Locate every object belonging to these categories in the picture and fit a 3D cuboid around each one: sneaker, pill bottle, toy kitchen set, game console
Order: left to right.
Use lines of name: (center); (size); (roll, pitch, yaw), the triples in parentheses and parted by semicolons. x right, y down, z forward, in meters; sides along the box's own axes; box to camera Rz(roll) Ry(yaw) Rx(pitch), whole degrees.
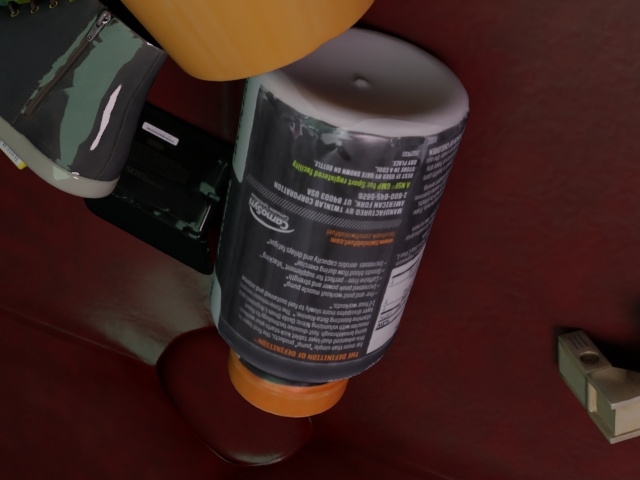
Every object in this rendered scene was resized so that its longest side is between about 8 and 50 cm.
sneaker: (-0.194, -0.138, 0.632); (0.222, 0.083, 0.118); (37, 109, 13)
game console: (-0.124, -0.044, 0.733); (0.122, 0.071, 0.107); (27, 98, 12)
pill bottle: (0.000, 0.000, 0.610); (0.130, 0.130, 0.246); (25, 127, 14)
toy kitchen set: (0.204, 0.070, 0.603); (0.083, 0.075, 0.068); (-14, 121, -8)

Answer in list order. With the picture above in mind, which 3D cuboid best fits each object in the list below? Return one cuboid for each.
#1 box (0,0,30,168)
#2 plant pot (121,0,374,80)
box: (-0.206, -0.144, 0.699); (0.105, 0.043, 0.179); (49, 131, -4)
plant pot: (-0.058, -0.195, 0.497); (0.205, 0.205, 0.188); (-2, 132, 31)
